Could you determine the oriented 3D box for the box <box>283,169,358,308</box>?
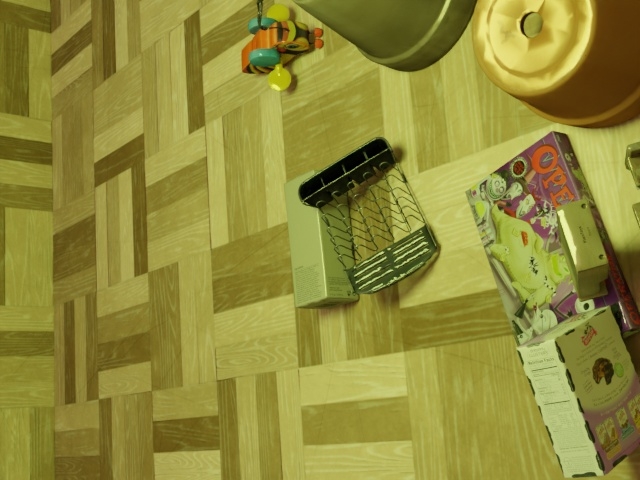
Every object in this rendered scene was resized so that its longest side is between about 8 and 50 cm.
[{"bbox_3d":[0.000,0.000,1.865,0.113,0.094,0.275,-19,70,48],"label":"box"}]

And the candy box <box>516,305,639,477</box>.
[{"bbox_3d":[0.381,0.212,1.270,0.070,0.165,0.196,-23,86,47],"label":"candy box"}]

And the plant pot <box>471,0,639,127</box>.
[{"bbox_3d":[0.363,-0.311,1.323,0.291,0.203,0.291,7,101,42],"label":"plant pot"}]

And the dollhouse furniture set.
[{"bbox_3d":[0.467,-0.013,1.258,0.242,0.161,0.212,-17,69,11],"label":"dollhouse furniture set"}]

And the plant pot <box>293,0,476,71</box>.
[{"bbox_3d":[0.091,-0.504,1.666,0.323,0.280,0.323,-10,77,50],"label":"plant pot"}]

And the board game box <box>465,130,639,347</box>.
[{"bbox_3d":[0.367,0.023,1.447,0.208,0.056,0.347,-35,59,38],"label":"board game box"}]

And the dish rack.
[{"bbox_3d":[0.094,-0.039,1.712,0.208,0.074,0.271,-31,59,15],"label":"dish rack"}]

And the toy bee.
[{"bbox_3d":[-0.082,-0.433,2.001,0.298,0.162,0.195,-137,49,-73],"label":"toy bee"}]
